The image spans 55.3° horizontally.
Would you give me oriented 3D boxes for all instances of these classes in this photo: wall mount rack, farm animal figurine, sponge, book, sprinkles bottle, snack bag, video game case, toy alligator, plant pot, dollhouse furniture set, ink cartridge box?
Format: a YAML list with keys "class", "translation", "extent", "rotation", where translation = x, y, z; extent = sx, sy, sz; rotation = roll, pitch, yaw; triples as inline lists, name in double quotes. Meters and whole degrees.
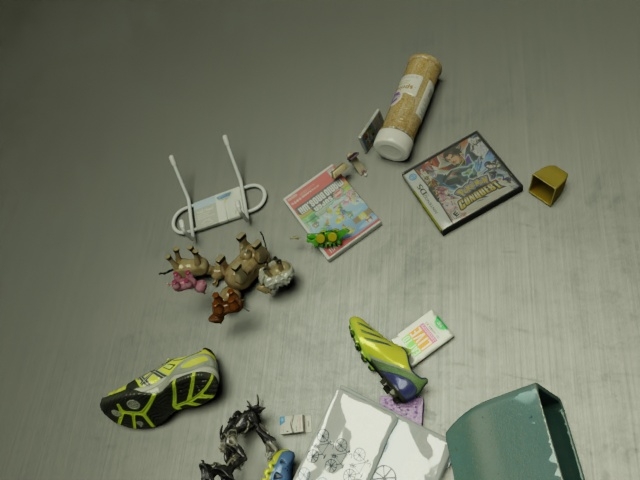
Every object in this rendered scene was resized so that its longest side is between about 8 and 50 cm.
- class: "wall mount rack"
  translation: [-0.369, -0.171, 2.048]
  extent: [0.350, 0.130, 0.304]
  rotation: [-19, 60, 7]
- class: "farm animal figurine"
  translation: [-0.282, 0.111, 1.870]
  extent: [0.326, 0.172, 0.330]
  rotation: [-35, 51, -16]
- class: "sponge"
  translation: [0.204, 0.510, 1.582]
  extent: [0.117, 0.031, 0.210]
  rotation: [0, 65, 17]
- class: "book"
  translation: [0.281, 0.271, 1.681]
  extent: [0.144, 0.035, 0.096]
  rotation: [-36, 63, -4]
- class: "sprinkles bottle"
  translation: [0.286, -0.433, 1.979]
  extent: [0.121, 0.121, 0.355]
  rotation: [15, 69, 23]
- class: "snack bag"
  translation: [0.128, 0.573, 1.509]
  extent: [0.342, 0.037, 0.323]
  rotation: [24, 68, 14]
- class: "video game case"
  translation: [0.425, -0.179, 1.856]
  extent: [0.275, 0.035, 0.248]
  rotation: [-30, 59, 2]
- class: "toy alligator"
  translation: [0.000, 0.000, 1.865]
  extent: [0.189, 0.056, 0.051]
  rotation: [-8, 103, 14]
- class: "video game case"
  translation: [0.033, -0.093, 1.943]
  extent: [0.204, 0.025, 0.285]
  rotation: [-36, 60, -2]
- class: "plant pot"
  translation: [0.662, -0.167, 1.753]
  extent: [0.083, 0.081, 0.081]
  rotation: [-37, 59, -17]
- class: "dollhouse furniture set"
  translation: [0.091, -0.221, 1.982]
  extent: [0.114, 0.081, 0.091]
  rotation: [-39, 16, -6]
- class: "ink cartridge box"
  translation: [-0.068, 0.504, 1.672]
  extent: [0.083, 0.028, 0.048]
  rotation: [-11, 62, 12]
- class: "plant pot"
  translation: [0.438, 0.495, 1.405]
  extent: [0.252, 0.247, 0.248]
  rotation: [-22, 58, 26]
- class: "video game case"
  translation: [0.169, -0.357, 1.996]
  extent: [0.011, 0.087, 0.122]
  rotation: [25, 74, 30]

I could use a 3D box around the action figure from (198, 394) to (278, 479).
- class: "action figure"
  translation: [-0.210, 0.548, 1.634]
  extent: [0.164, 0.141, 0.276]
  rotation: [-28, 15, 32]

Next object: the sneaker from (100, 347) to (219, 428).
- class: "sneaker"
  translation: [-0.463, 0.435, 1.794]
  extent: [0.384, 0.145, 0.147]
  rotation: [-18, 29, 11]

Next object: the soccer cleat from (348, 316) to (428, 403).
- class: "soccer cleat"
  translation: [0.179, 0.308, 1.655]
  extent: [0.121, 0.093, 0.289]
  rotation: [-32, 53, -8]

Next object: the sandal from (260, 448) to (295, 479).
- class: "sandal"
  translation: [-0.099, 0.696, 1.543]
  extent: [0.138, 0.126, 0.317]
  rotation: [7, 73, 12]
